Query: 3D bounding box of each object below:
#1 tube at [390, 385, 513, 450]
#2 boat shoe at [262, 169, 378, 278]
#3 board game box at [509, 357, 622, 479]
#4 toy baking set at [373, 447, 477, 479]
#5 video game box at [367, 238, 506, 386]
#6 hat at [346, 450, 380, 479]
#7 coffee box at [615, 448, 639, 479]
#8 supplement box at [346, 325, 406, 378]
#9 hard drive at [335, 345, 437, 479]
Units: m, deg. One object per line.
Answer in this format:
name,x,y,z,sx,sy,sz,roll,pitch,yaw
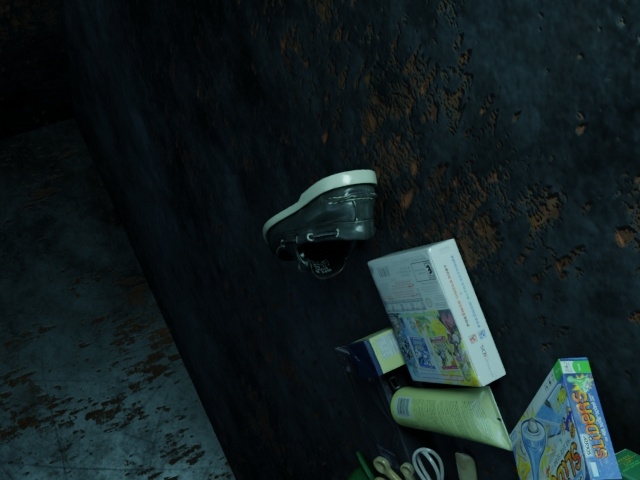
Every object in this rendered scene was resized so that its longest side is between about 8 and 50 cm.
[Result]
tube,0.183,0.242,1.248,0.070,0.062,0.240,28,163,-19
boat shoe,0.004,-0.001,1.352,0.340,0.127,0.113,-35,66,60
board game box,0.265,0.237,0.986,0.201,0.035,0.136,98,168,-53
toy baking set,0.171,0.413,1.377,0.256,0.030,0.197,-31,94,48
video game box,0.150,0.100,1.194,0.205,0.048,0.187,-17,92,70
hat,0.044,0.492,1.582,0.173,0.183,0.208,55,178,-42
coffee box,0.357,0.289,0.867,0.184,0.040,0.113,22,130,64
supplement box,0.098,0.164,1.335,0.056,0.083,0.083,67,160,3
hard drive,0.112,0.297,1.471,0.172,0.054,0.255,6,117,67
